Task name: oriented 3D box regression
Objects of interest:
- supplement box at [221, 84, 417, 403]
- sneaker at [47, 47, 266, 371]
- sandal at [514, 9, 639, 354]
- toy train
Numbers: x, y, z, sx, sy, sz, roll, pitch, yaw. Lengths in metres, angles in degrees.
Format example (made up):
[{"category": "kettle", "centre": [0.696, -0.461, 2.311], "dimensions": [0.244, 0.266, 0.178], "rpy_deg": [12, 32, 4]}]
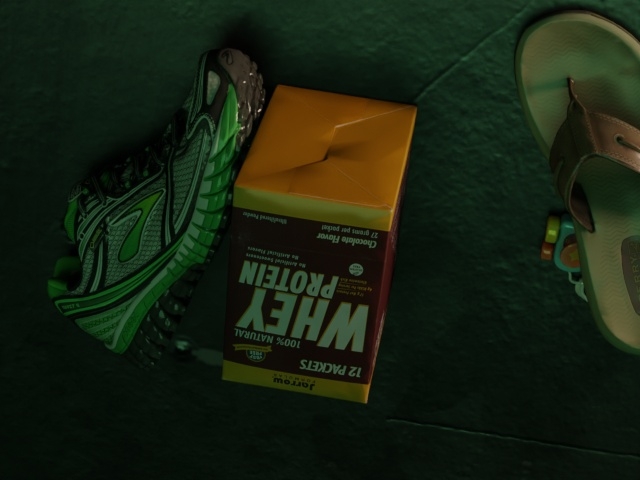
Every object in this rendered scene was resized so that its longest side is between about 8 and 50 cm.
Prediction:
[{"category": "supplement box", "centre": [0.000, 0.000, 1.265], "dimensions": [0.129, 0.191, 0.194], "rpy_deg": [9, 122, 5]}, {"category": "sneaker", "centre": [-0.153, -0.031, 1.308], "dimensions": [0.146, 0.134, 0.343], "rpy_deg": [27, 122, -6]}, {"category": "sandal", "centre": [0.248, -0.050, 1.217], "dimensions": [0.120, 0.086, 0.302], "rpy_deg": [-18, 91, 16]}, {"category": "toy train", "centre": [0.276, -0.003, 1.299], "dimensions": [0.166, 0.046, 0.125], "rpy_deg": [-38, 108, 27]}]
